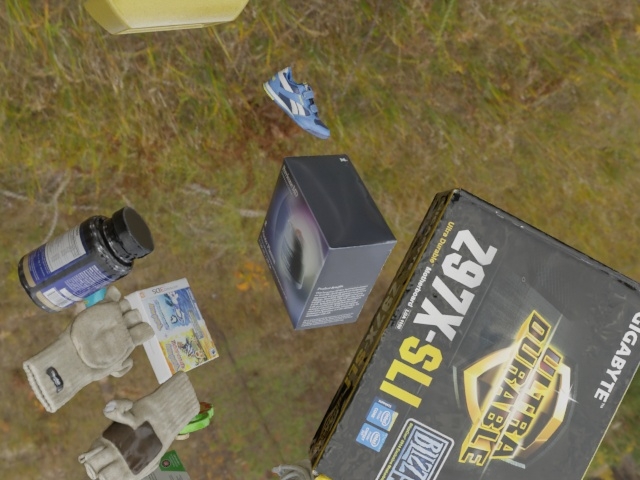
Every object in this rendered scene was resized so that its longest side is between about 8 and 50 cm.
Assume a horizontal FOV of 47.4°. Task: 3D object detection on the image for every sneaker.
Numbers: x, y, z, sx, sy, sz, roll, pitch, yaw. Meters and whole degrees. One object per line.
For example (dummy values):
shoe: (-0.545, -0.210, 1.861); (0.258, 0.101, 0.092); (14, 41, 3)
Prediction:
sneaker: (-0.031, -0.231, 1.234); (0.059, 0.144, 0.053); (-44, -179, 12)

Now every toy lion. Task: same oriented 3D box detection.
toy lion: (-0.215, 0.289, 1.199); (0.096, 0.034, 0.100); (-9, -172, -38)

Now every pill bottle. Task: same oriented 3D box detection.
pill bottle: (-0.414, 0.031, 1.301); (0.219, 0.123, 0.123); (-28, 152, 9)

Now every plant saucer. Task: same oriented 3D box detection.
plant saucer: (-0.341, -0.519, 1.644); (0.332, 0.333, 0.081); (-12, 106, -22)

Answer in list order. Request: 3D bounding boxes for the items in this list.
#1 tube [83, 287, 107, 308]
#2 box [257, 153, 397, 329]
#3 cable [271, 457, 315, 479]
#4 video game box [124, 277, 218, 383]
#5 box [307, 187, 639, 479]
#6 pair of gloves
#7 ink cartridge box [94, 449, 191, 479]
tube: (-0.426, 0.136, 1.404); (0.052, 0.207, 0.080); (-14, -178, -19)
box: (0.000, 0.000, 1.722); (0.182, 0.296, 0.294); (-5, 139, -27)
cable: (-0.043, 0.466, 1.139); (0.089, 0.257, 0.257); (32, 145, -12)
video game box: (-0.330, 0.196, 1.635); (0.048, 0.205, 0.187); (-26, 176, 27)
box: (0.170, 0.143, 0.755); (0.322, 0.257, 0.079); (-63, -176, -1)
pair of gloves: (-0.270, 0.201, 0.969); (0.042, 0.240, 0.204); (-14, -157, 33)
ink cartridge box: (-0.362, 0.532, 1.462); (0.208, 0.153, 0.087); (-15, 121, -24)
